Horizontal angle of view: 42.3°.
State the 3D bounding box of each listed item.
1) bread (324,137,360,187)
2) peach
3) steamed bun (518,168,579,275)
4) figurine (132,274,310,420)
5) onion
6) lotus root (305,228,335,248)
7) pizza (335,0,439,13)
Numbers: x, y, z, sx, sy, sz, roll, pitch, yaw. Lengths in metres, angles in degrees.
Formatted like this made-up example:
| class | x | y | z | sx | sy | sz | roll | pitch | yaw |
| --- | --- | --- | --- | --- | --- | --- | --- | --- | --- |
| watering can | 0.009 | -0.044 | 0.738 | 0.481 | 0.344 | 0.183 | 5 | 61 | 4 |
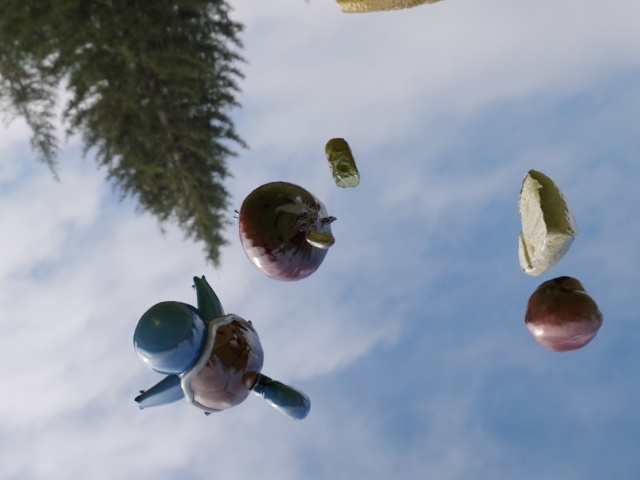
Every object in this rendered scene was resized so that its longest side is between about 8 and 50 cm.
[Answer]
| class | x | y | z | sx | sy | sz | roll | pitch | yaw |
| --- | --- | --- | --- | --- | --- | --- | --- | --- | --- |
| bread | 0.044 | -0.166 | 1.713 | 0.060 | 0.066 | 0.110 | -38 | -128 | 34 |
| peach | 0.476 | 0.147 | 1.645 | 0.152 | 0.152 | 0.152 | -10 | -151 | 6 |
| steamed bun | 0.503 | -0.024 | 1.819 | 0.110 | 0.212 | 0.231 | 1 | -135 | -1 |
| figurine | -0.221 | 0.258 | 1.705 | 0.298 | 0.416 | 0.243 | -58 | -151 | -6 |
| onion | -0.113 | -0.019 | 2.104 | 0.285 | 0.273 | 0.273 | -13 | -156 | 37 |
| lotus root | 0.001 | 0.001 | 1.857 | 0.037 | 0.030 | 0.083 | -47 | -145 | -22 |
| pizza | 0.153 | -0.605 | 1.920 | 0.279 | 0.075 | 0.288 | -10 | -146 | 0 |
